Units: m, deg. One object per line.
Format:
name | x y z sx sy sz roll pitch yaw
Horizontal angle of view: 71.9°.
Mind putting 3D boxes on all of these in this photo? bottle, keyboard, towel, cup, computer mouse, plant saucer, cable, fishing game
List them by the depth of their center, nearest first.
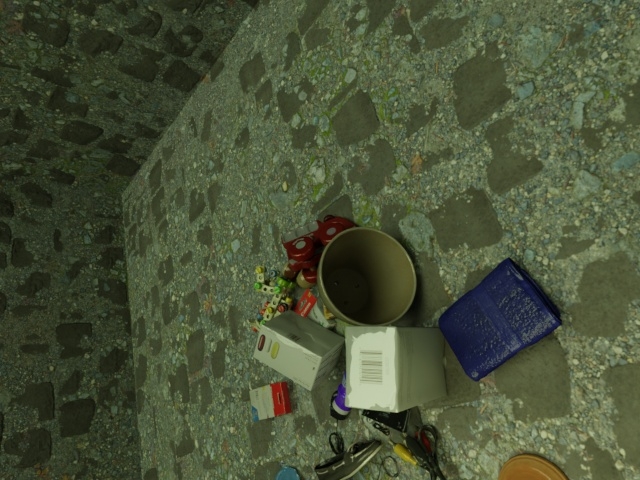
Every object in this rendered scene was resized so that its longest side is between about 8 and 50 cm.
plant saucer | 0.550 0.659 1.131 0.200 0.037 0.199 -11 75 46
towel | 0.494 0.227 1.245 0.308 0.076 0.227 -50 44 30
cable | 0.328 0.665 1.302 0.287 0.140 0.072 50 160 52
keyboard | 0.210 0.570 1.431 0.180 0.023 0.108 1 69 50
cup | 0.125 0.149 1.508 0.237 0.332 0.330 129 136 -65
bottle | 0.135 0.485 1.547 0.282 0.092 0.118 -61 20 17
computer mouse | 0.069 0.679 1.648 0.071 0.041 0.241 4 91 22
fishing game | -0.127 1.019 1.795 0.189 0.041 0.263 -41 47 34

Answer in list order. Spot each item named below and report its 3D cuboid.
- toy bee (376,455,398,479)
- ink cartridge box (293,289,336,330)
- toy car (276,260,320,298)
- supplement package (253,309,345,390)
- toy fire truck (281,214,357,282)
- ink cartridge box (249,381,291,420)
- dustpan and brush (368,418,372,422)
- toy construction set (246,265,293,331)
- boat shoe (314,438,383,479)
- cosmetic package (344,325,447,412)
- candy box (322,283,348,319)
toy bee | 0.128 0.866 1.457 0.195 0.162 0.297 -4 81 48
ink cartridge box | -0.050 0.325 1.820 0.224 0.056 0.180 51 119 37
toy car | -0.057 0.152 1.824 0.189 0.149 0.154 29 93 21
supplement package | -0.079 0.402 1.655 0.262 0.204 0.145 23 108 23
toy fire truck | 0.000 0.000 1.708 0.303 0.169 0.253 -24 40 5
ink cartridge box | -0.205 0.691 1.902 0.231 0.078 0.134 -30 63 40
dustpan and brush | 0.227 0.530 1.479 0.147 0.060 0.211 45 115 41
toy construction set | -0.232 0.290 1.947 0.215 0.151 0.327 28 113 21
boat shoe | 0.085 0.772 1.546 0.095 0.112 0.335 49 122 19
cosmetic package | 0.228 0.350 1.260 0.156 0.385 0.216 -6 75 31
candy box | 0.060 0.205 1.711 0.109 0.053 0.186 -22 69 33
